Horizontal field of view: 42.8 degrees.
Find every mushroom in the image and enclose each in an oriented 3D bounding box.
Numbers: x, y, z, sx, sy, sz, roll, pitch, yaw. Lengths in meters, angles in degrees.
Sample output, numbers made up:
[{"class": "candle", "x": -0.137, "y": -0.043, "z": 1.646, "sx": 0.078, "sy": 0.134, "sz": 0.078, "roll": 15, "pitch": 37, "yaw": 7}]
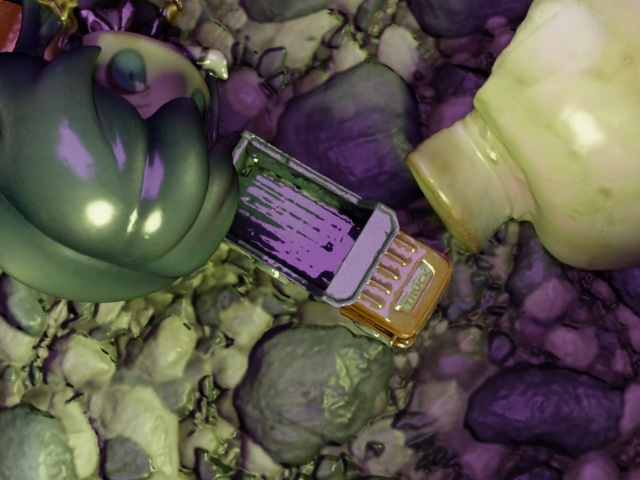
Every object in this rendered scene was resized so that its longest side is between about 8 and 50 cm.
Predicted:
[{"class": "mushroom", "x": 0.192, "y": -0.072, "z": 0.546, "sx": 0.236, "sy": 0.162, "sz": 0.173, "roll": -37, "pitch": 75, "yaw": 0}]

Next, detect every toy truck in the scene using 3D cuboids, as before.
[{"class": "toy truck", "x": 0.000, "y": 0.000, "z": 0.582, "sx": 0.192, "sy": 0.092, "sz": 0.083, "roll": 31, "pitch": 83, "yaw": 6}]

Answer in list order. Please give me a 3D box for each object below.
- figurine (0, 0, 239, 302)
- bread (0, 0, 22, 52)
[{"class": "figurine", "x": -0.139, "y": -0.089, "z": 0.517, "sx": 0.175, "sy": 0.197, "sz": 0.265, "roll": 13, "pitch": 43, "yaw": -23}, {"class": "bread", "x": -0.245, "y": -0.133, "z": 0.623, "sx": 0.093, "sy": 0.074, "sz": 0.239, "roll": 22, "pitch": 83, "yaw": 6}]
